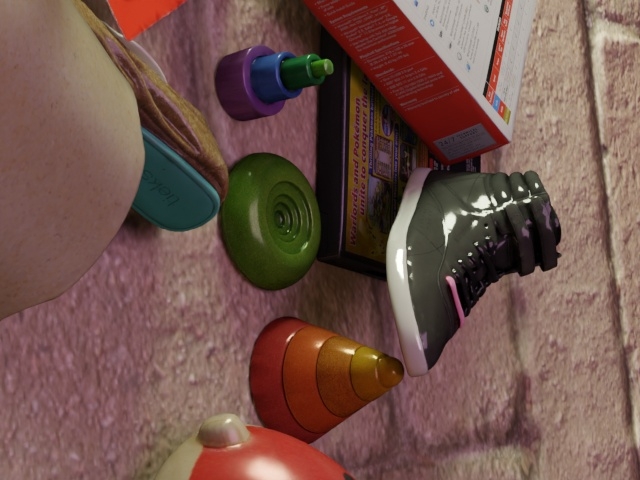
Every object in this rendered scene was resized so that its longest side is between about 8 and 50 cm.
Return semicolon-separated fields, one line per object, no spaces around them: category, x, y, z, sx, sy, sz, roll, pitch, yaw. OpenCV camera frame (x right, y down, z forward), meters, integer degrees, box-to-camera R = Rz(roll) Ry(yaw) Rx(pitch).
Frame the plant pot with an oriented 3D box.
plant pot;-0.274;-0.103;1.057;0.305;0.334;0.334;46;47;-51

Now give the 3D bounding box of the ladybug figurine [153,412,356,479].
ladybug figurine;-0.008;0.354;1.407;0.305;0.162;0.449;-32;108;-51

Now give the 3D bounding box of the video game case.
video game case;0.084;-0.091;1.736;0.248;0.035;0.275;18;69;-50

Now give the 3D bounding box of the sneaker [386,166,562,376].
sneaker;0.146;0.016;1.574;0.295;0.147;0.104;-74;155;-56

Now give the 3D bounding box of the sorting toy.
sorting toy;0.000;0.000;1.528;0.127;0.126;0.365;-11;92;-53

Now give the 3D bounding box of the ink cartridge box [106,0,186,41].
ink cartridge box;-0.148;-0.386;1.385;0.385;0.091;0.308;67;23;-14

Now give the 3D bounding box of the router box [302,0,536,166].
router box;0.102;-0.297;1.718;0.301;0.082;0.335;47;41;-32

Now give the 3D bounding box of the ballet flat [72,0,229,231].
ballet flat;-0.188;-0.137;1.335;0.342;0.116;0.124;40;33;-42
